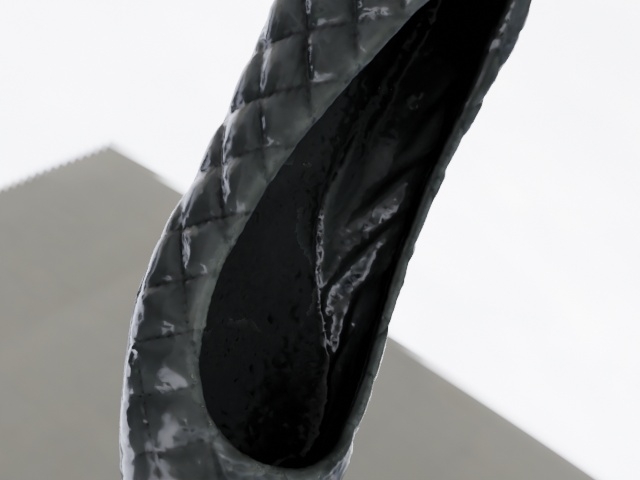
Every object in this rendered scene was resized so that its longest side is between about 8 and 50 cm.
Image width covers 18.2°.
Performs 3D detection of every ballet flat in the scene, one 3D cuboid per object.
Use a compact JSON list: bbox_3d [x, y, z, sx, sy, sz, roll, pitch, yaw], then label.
[{"bbox_3d":[0.000,0.000,0.421,0.057,0.173,0.049,19,177,-37],"label":"ballet flat"}]
